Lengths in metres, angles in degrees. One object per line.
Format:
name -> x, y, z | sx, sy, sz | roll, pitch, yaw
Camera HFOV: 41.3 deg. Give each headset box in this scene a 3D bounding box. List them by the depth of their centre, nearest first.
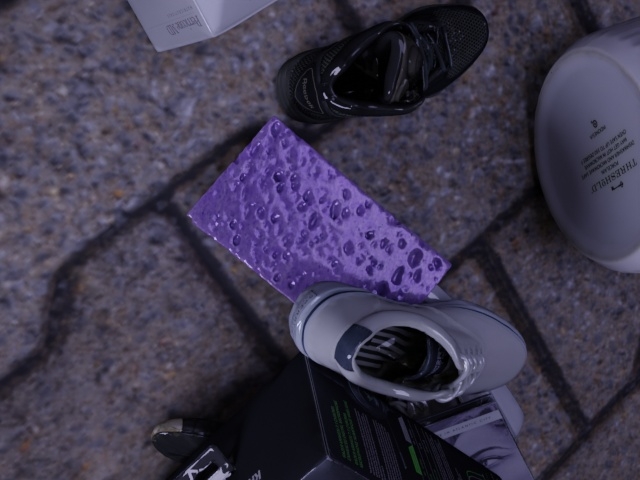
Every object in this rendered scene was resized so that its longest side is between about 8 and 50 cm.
headset box -> 0.000, 0.264, 0.729 | 0.283, 0.131, 0.246 | 36, 109, -26

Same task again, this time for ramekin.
ramekin -> 0.318, -0.092, 0.831 | 0.127, 0.273, 0.272 | -11, 102, -15

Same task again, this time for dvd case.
dvd case -> 0.128, 0.251, 0.836 | 0.165, 0.018, 0.221 | -23, 123, 11

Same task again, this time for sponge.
sponge -> 0.000, 0.000, 0.752 | 0.210, 0.031, 0.117 | 40, 91, -7

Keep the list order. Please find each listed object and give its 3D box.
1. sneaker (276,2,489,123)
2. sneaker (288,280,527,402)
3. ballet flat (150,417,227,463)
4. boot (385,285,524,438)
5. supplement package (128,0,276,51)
sneaker -> 0.085, -0.162, 0.769 | 0.228, 0.130, 0.087 | -21, 108, -26
sneaker -> 0.093, 0.102, 0.716 | 0.258, 0.091, 0.094 | 12, 108, -36
ballet flat -> -0.075, 0.183, 0.787 | 0.173, 0.049, 0.057 | 12, 136, -27
boot -> 0.101, 0.143, 0.836 | 0.123, 0.095, 0.258 | -45, 113, -19
supplement package -> -0.112, -0.286, 0.643 | 0.134, 0.139, 0.244 | -36, 111, -20
